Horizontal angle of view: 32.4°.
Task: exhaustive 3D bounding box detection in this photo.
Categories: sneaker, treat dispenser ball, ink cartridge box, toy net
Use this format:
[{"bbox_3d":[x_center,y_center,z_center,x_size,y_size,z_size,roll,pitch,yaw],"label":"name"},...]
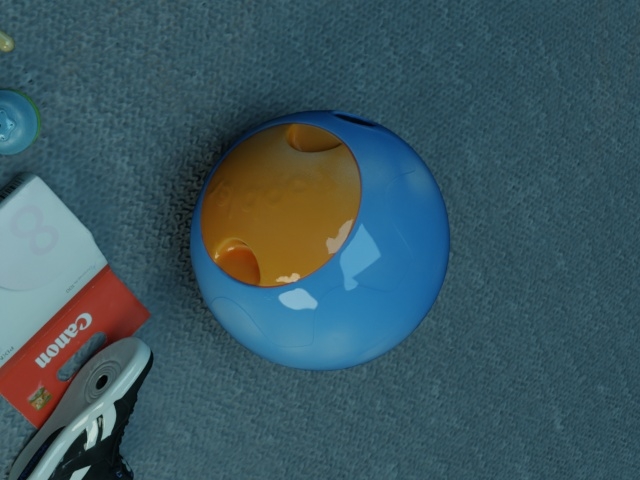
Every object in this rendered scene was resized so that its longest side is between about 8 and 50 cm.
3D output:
[{"bbox_3d":[-0.238,0.216,1.238,0.217,0.079,0.121,-49,126,0],"label":"sneaker"},{"bbox_3d":[0.000,0.000,1.222,0.288,0.288,0.288,-6,102,-31],"label":"treat dispenser ball"},{"bbox_3d":[-0.305,0.071,1.183,0.189,0.066,0.232,-47,116,-16],"label":"ink cartridge box"},{"bbox_3d":[-0.363,-0.195,1.108,0.122,0.045,0.232,-9,102,-1],"label":"toy net"}]
